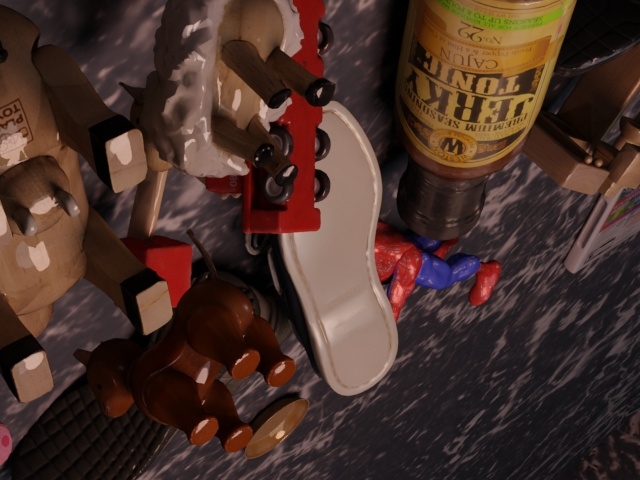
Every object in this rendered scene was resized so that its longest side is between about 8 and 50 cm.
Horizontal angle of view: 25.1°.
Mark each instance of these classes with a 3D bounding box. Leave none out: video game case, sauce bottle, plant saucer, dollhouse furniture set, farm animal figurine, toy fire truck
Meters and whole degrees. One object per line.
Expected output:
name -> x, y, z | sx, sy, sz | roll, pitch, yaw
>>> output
video game case -> 0.395, -0.061, 1.754 | 0.201, 0.023, 0.183 | -29, 154, -32
sauce bottle -> 0.110, -0.118, 1.021 | 0.111, 0.111, 0.344 | -35, 155, -22
plant saucer -> -0.047, 0.181, 1.423 | 0.083, 0.015, 0.083 | -37, 158, -18
dollhouse furniture set -> 0.237, -0.124, 1.231 | 0.151, 0.144, 0.123 | 10, 119, -47
farm animal figurine -> -0.178, 0.018, 0.716 | 0.330, 0.172, 0.326 | -16, 134, -36
toy fire truck -> -0.062, -0.052, 0.857 | 0.047, 0.135, 0.192 | -5, 97, -57

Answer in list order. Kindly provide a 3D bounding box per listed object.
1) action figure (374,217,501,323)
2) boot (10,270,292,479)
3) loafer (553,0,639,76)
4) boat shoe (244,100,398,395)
action figure -> 0.059, 0.048, 1.258 | 0.139, 0.091, 0.280 | -57, 157, 8
boot -> -0.115, 0.127, 1.124 | 0.246, 0.083, 0.161 | -44, 164, 3
loafer -> 0.255, -0.185, 1.231 | 0.170, 0.062, 0.061 | -34, 161, -20
boat shoe -> 0.000, 0.000, 1.055 | 0.095, 0.079, 0.254 | -33, 132, -19
